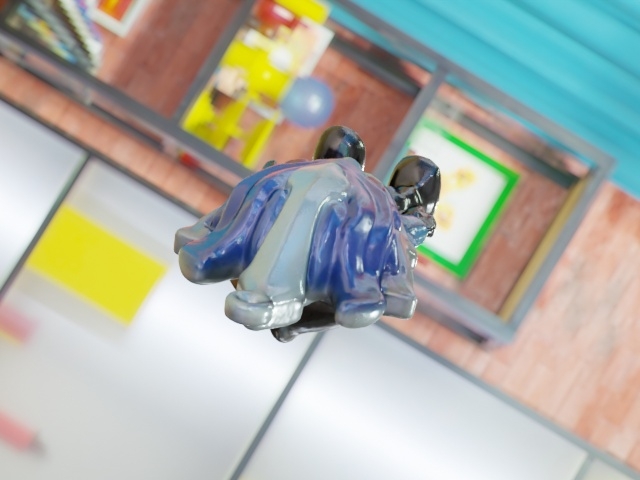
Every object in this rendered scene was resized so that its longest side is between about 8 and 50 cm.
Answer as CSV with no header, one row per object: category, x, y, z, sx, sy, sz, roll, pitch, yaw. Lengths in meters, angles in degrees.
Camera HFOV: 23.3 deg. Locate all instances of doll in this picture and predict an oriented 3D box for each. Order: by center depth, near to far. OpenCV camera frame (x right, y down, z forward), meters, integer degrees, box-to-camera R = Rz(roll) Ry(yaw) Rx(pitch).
doll,0.000,0.000,0.612,0.195,0.096,0.070,-47,151,-67
